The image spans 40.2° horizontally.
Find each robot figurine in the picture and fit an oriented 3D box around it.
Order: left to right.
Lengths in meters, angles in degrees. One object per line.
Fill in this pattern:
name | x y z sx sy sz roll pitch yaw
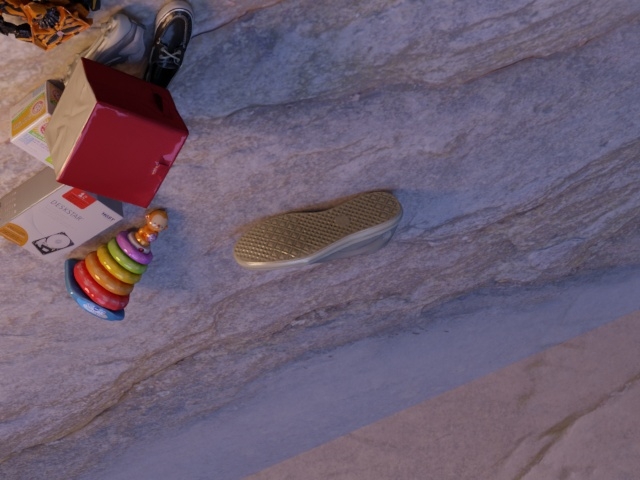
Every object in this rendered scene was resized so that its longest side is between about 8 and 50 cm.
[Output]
robot figurine | -0.519 -0.433 1.540 0.211 0.085 0.291 -25 156 13

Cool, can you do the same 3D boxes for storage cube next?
storage cube | -0.399 -0.204 1.690 0.193 0.184 0.215 18 118 -37

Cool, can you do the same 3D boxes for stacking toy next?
stacking toy | -0.479 0.039 2.166 0.302 0.166 0.175 -45 126 12

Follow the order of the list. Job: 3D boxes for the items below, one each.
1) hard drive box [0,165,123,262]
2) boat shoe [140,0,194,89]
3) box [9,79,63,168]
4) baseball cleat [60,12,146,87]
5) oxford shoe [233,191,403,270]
hard drive box | -0.602 -0.069 2.009 0.232 0.089 0.181 -30 141 18
boat shoe | -0.301 -0.374 1.745 0.077 0.070 0.219 5 138 -25
box | -0.533 -0.220 1.829 0.114 0.103 0.203 -32 140 20
baseball cleat | -0.419 -0.356 1.728 0.109 0.072 0.206 17 136 -44
oxford shoe | 0.000 0.000 2.255 0.449 0.169 0.130 -16 145 -7
